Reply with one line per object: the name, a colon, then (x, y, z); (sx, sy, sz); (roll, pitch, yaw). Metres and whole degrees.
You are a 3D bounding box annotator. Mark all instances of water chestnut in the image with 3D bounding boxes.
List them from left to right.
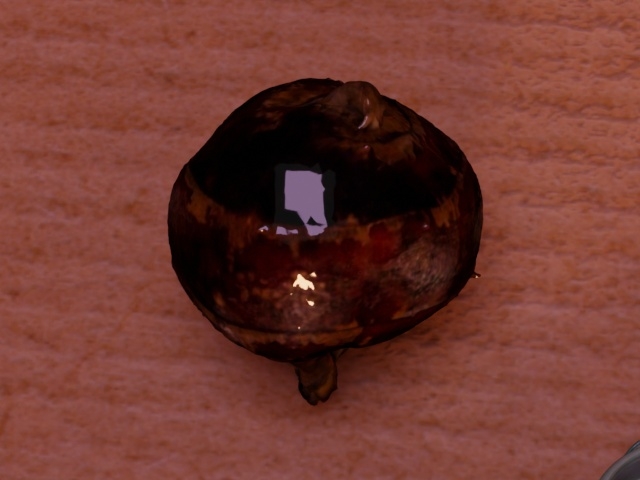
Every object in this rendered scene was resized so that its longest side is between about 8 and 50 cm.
water chestnut: (0.000, 0.000, 1.253); (0.224, 0.238, 0.223); (-7, 24, 3)

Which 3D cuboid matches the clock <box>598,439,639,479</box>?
clock: (0.242, 0.193, 1.161); (0.211, 0.066, 0.159); (1, 34, 10)
